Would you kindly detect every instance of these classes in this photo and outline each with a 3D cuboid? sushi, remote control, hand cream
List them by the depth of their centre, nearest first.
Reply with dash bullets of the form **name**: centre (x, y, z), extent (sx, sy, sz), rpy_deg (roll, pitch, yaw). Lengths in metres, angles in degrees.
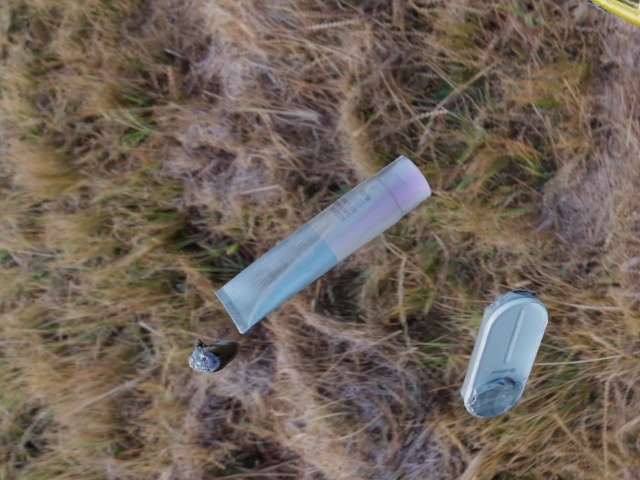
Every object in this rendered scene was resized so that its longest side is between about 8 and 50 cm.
- **hand cream**: centre (0.000, 0.000, 1.158), extent (0.312, 0.070, 0.111), rpy_deg (-35, 37, -8)
- **sushi**: centre (-0.139, 0.151, 1.187), extent (0.046, 0.083, 0.044), rpy_deg (-7, 99, 26)
- **remote control**: centre (0.287, 0.182, 1.382), extent (0.052, 0.104, 0.247), rpy_deg (-116, 29, -51)

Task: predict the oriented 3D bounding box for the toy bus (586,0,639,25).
- **toy bus**: centre (0.384, -0.370, 0.961), extent (0.152, 0.144, 0.330), rpy_deg (24, 50, 1)
